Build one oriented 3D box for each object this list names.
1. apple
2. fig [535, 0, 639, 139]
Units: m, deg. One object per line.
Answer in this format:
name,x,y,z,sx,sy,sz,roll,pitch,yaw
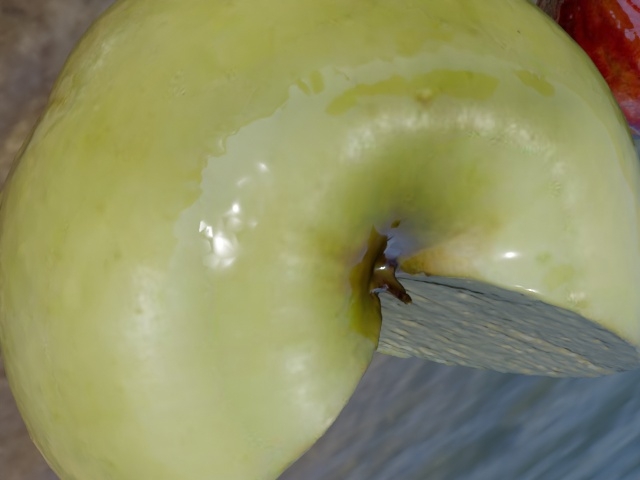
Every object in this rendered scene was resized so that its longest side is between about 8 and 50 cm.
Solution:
apple,-0.008,-0.018,0.631,0.295,0.258,0.234,-12,101,-20
fig,0.163,-0.112,0.718,0.150,0.128,0.128,-19,148,-43
